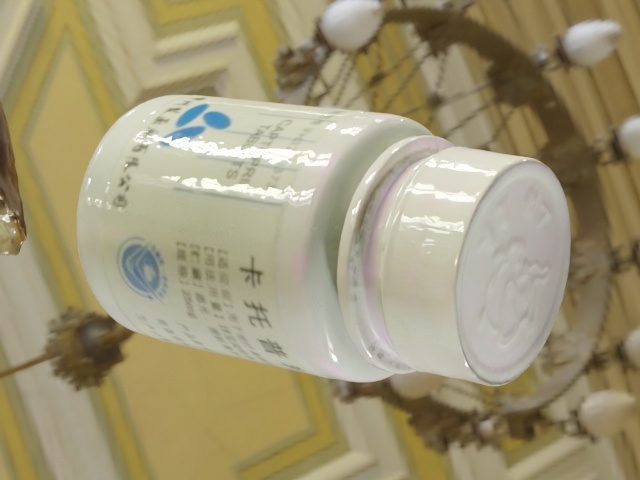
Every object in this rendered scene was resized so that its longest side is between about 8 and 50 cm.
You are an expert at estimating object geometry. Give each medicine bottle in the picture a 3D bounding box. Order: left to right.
[{"bbox_3d":[0.000,0.000,1.038,0.170,0.293,0.170,-16,-70,-51],"label":"medicine bottle"}]

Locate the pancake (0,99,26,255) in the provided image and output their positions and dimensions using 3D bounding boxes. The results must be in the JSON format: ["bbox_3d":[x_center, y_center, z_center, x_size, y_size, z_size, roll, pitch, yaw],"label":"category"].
[{"bbox_3d":[-0.213,-0.133,0.706,0.257,0.056,0.212,42,-142,-40],"label":"pancake"}]
